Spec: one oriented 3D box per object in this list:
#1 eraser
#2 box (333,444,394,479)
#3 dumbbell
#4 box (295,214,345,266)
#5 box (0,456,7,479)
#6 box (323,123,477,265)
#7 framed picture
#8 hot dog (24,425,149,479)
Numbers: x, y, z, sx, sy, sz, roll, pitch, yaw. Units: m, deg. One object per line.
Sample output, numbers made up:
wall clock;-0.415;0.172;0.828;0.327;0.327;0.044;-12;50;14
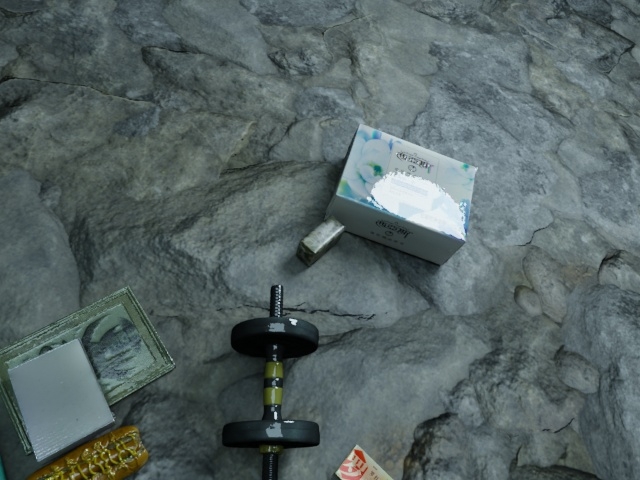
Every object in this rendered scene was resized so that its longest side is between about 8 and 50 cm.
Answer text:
eraser;-0.380;0.229;0.654;0.104;0.023;0.150;-25;64;-27
box;0.074;0.382;0.710;0.093;0.015;0.058;41;59;10
dumbbell;-0.073;0.223;0.688;0.143;0.143;0.325;5;61;-11
box;0.000;0.000;0.876;0.045;0.062;0.098;41;62;11
box;-0.499;0.235;0.540;0.118;0.205;0.311;-21;69;-25
box;0.170;-0.097;0.940;0.274;0.116;0.203;21;58;-2
framed picture;-0.376;0.194;0.705;0.231;0.010;0.173;-30;72;-26
hot dog;-0.331;0.325;0.624;0.165;0.045;0.071;-22;70;-24
